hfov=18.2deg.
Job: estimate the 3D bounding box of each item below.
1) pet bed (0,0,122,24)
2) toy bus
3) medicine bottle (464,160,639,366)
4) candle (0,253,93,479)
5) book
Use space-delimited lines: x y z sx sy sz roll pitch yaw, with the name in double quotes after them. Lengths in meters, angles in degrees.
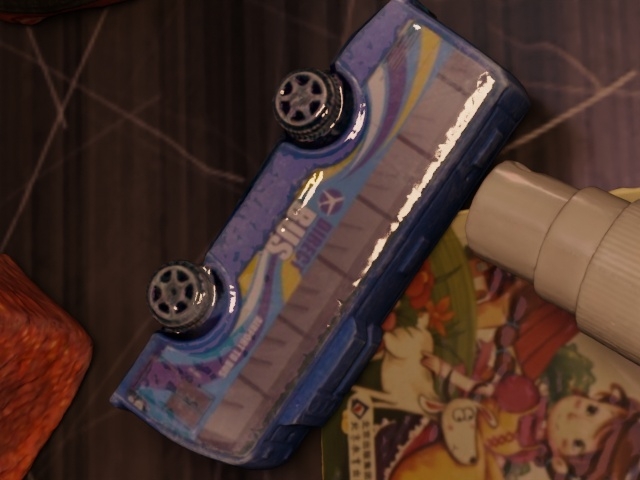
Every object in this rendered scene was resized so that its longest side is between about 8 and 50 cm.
-0.130 -0.212 1.072 0.201 0.053 0.201 -5 78 24 "pet bed"
0.000 0.001 0.934 0.094 0.079 0.236 35 95 25 "toy bus"
0.217 0.054 0.804 0.352 0.110 0.110 25 90 26 "medicine bottle"
-0.233 0.108 0.961 0.131 0.287 0.317 39 139 24 "candle"
0.147 0.085 0.902 0.322 0.018 0.228 -8 76 23 "book"
